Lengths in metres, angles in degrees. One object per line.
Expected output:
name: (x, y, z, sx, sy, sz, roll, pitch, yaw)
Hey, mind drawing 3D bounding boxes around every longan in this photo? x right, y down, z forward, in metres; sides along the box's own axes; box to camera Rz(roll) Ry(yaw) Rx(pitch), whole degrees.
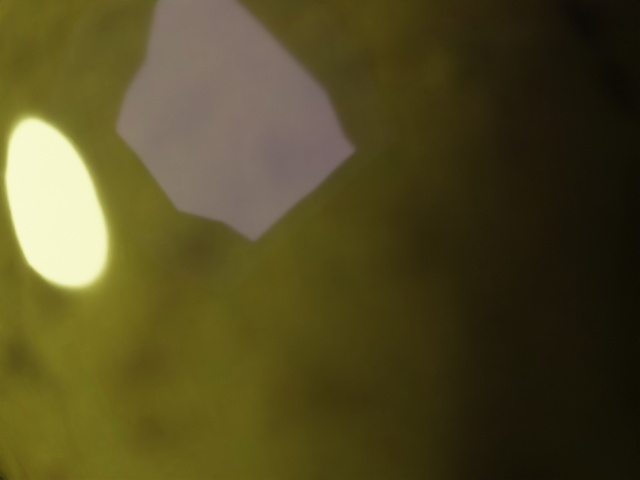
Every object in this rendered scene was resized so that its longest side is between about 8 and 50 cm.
longan: (0.000, 0.000, 0.683, 0.404, 0.336, 0.405, -8, 78, 43)
